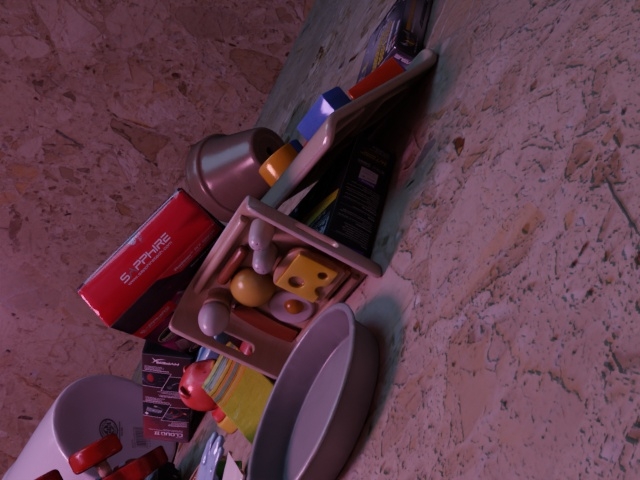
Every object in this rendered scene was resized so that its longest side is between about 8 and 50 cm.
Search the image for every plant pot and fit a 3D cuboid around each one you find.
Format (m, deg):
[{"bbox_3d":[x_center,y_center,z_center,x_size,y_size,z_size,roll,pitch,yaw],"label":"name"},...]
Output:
[{"bbox_3d":[-0.214,-0.206,2.369,0.229,0.263,0.263,-24,38,41],"label":"plant pot"}]

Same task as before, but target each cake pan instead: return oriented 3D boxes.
[{"bbox_3d":[-0.009,0.225,1.112,0.293,0.054,0.293,-57,14,24],"label":"cake pan"}]

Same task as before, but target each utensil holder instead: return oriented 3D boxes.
[{"bbox_3d":[-0.566,0.554,2.019,0.385,0.327,0.328,-53,17,34],"label":"utensil holder"}]

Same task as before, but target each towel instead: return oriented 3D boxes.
[{"bbox_3d":[-0.130,0.258,1.411,0.237,0.021,0.102,31,95,57],"label":"towel"}]

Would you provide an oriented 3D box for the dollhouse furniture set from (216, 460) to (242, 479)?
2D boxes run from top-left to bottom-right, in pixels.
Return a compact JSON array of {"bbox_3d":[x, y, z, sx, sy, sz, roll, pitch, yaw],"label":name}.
[{"bbox_3d":[-0.169,0.426,1.405,0.076,0.058,0.152,-96,15,-53],"label":"dollhouse furniture set"}]

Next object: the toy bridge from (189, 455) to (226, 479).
[{"bbox_3d":[-0.220,0.440,1.562,0.188,0.026,0.063,-52,16,39],"label":"toy bridge"}]

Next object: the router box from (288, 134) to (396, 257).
[{"bbox_3d":[0.000,0.000,1.441,0.309,0.081,0.243,-45,22,53],"label":"router box"}]

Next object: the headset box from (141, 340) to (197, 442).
[{"bbox_3d":[-0.328,0.296,1.894,0.218,0.110,0.293,-85,2,-54],"label":"headset box"}]

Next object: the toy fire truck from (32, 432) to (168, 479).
[{"bbox_3d":[-0.448,0.504,1.637,0.302,0.169,0.254,-31,-8,-6],"label":"toy fire truck"}]

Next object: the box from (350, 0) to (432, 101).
[{"bbox_3d":[0.145,-0.389,1.685,0.183,0.056,0.231,-46,21,50],"label":"box"}]

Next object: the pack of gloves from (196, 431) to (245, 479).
[{"bbox_3d":[-0.149,0.420,1.264,0.195,0.046,0.232,-154,75,-65],"label":"pack of gloves"}]

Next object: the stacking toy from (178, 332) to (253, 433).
[{"bbox_3d":[-0.175,0.188,1.644,0.279,0.130,0.309,-61,14,11],"label":"stacking toy"}]

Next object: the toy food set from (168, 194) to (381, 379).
[{"bbox_3d":[-0.076,0.087,1.267,0.306,0.219,0.092,-51,17,41],"label":"toy food set"}]

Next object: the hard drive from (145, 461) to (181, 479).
[{"bbox_3d":[-0.357,0.613,1.680,0.237,0.064,0.339,-62,13,5],"label":"hard drive"}]

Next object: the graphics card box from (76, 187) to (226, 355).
[{"bbox_3d":[-0.231,0.070,1.444,0.233,0.094,0.371,-46,-18,-3],"label":"graphics card box"}]

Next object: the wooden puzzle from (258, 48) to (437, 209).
[{"bbox_3d":[0.020,-0.188,1.464,0.348,0.080,0.322,-42,-2,-41],"label":"wooden puzzle"}]
